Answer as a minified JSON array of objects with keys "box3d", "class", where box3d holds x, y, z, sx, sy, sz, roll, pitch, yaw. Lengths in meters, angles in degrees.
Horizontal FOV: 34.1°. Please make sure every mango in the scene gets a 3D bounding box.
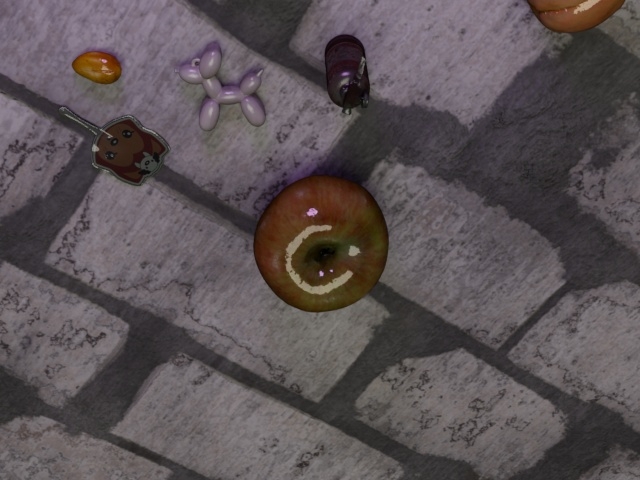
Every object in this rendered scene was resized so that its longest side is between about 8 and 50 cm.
[{"box3d":[-0.400,-0.308,1.863,0.089,0.046,0.060,4,123,0],"class":"mango"}]

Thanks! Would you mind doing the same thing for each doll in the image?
[{"box3d":[-0.180,-0.277,1.886,0.160,0.059,0.160,-4,123,0],"class":"doll"}]

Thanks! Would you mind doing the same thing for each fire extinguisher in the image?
[{"box3d":[0.043,-0.287,1.777,0.075,0.252,0.106,-9,121,5],"class":"fire extinguisher"}]

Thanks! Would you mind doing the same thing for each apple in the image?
[{"box3d":[0.000,0.000,1.980,0.264,0.264,0.264,-1,123,-2],"class":"apple"}]

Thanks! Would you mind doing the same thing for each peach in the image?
[{"box3d":[0.426,-0.437,1.751,0.184,0.184,0.184,-1,123,-2],"class":"peach"}]

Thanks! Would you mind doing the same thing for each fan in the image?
[{"box3d":[-0.395,-0.190,1.961,0.220,0.009,0.132,32,114,-22],"class":"fan"}]
